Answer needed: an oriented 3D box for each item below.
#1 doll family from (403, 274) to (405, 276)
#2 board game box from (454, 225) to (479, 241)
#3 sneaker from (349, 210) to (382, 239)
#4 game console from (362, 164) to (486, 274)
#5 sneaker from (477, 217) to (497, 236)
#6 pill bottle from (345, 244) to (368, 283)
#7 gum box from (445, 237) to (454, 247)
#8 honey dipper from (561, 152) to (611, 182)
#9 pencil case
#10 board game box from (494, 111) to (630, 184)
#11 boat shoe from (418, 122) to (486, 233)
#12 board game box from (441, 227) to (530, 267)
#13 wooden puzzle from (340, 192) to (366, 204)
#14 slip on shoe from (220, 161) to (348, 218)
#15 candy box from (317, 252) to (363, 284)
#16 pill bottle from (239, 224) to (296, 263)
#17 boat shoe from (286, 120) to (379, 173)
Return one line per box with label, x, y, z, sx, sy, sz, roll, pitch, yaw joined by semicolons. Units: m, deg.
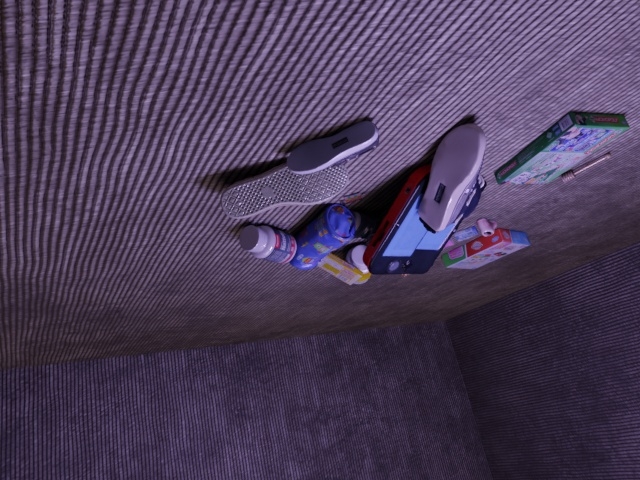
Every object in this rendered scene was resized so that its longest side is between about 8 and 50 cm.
doll family;0.303;0.077;1.924;0.163;0.118;0.263;-10;-177;17
board game box;0.612;-0.027;2.080;0.090;0.020;0.090;-19;159;21
sneaker;0.120;-0.022;1.706;0.164;0.086;0.226;4;154;-34
game console;0.328;-0.048;1.558;0.342;0.060;0.386;7;123;-40
sneaker;0.677;-0.046;1.998;0.051;0.070;0.134;-30;154;35
pill bottle;0.157;0.092;1.983;0.117;0.117;0.215;-11;160;-5
gum box;0.446;-0.012;1.958;0.107;0.062;0.188;-22;158;23
honey dipper;0.887;-0.244;1.657;0.030;0.030;0.161;9;149;-45
pencil case;0.000;0.000;1.630;0.133;0.119;0.306;34;143;-12
board game box;0.702;-0.262;1.473;0.214;0.046;0.317;-4;158;-24
boat shoe;0.389;-0.179;1.362;0.158;0.127;0.340;-21;146;-33
board game box;0.763;0.046;2.298;0.242;0.064;0.317;6;153;-41
wooden puzzle;0.099;-0.130;1.519;0.083;0.006;0.049;-16;160;9
slip on shoe;-0.091;-0.137;1.270;0.332;0.123;0.101;-17;-168;-4
candy box;0.054;0.097;1.905;0.206;0.027;0.105;31;145;-8
pill bottle;-0.168;0.010;1.584;0.108;0.107;0.180;-24;158;27
boat shoe;0.034;-0.210;1.181;0.229;0.080;0.076;-25;156;11
